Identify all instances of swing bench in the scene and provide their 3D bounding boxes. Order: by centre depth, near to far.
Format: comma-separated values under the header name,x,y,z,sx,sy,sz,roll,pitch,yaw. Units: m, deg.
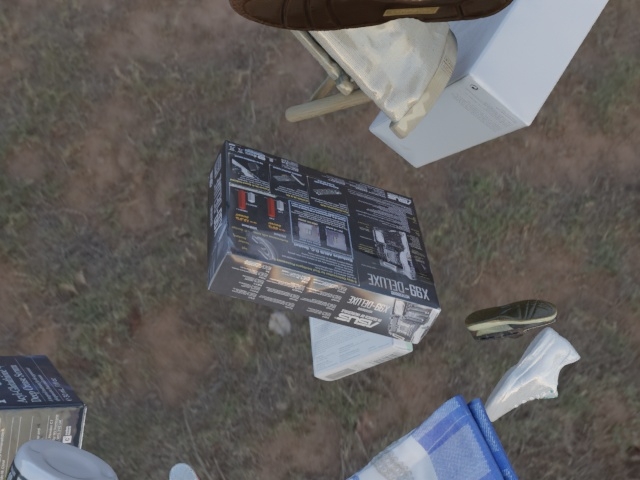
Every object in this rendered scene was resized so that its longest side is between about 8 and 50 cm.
name,x,y,z,sx,sy,sz,roll,pitch,yaw
swing bench,-0.006,-0.256,0.992,0.165,0.253,0.254,-52,29,-12

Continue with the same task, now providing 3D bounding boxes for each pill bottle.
name,x,y,z,sx,sy,sz,roll,pitch,yaw
pill bottle,-0.314,0.336,1.034,0.119,0.119,0.208,25,93,15

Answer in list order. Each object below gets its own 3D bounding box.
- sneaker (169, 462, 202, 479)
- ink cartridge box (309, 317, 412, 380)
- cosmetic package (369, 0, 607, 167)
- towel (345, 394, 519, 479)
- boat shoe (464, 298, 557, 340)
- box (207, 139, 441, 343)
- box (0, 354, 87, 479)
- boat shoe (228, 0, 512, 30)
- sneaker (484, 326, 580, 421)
name,x,y,z,sx,sy,sz,roll,pitch,yaw
sneaker,-0.210,0.469,1.698,0.061,0.065,0.158,-35,67,-2
ink cartridge box,0.059,0.107,1.604,0.181,0.056,0.225,-27,55,37
cosmetic package,0.239,-0.280,1.150,0.097,0.284,0.377,38,75,-14
towel,0.060,0.277,0.753,0.285,0.034,0.209,-43,54,31
boat shoe,0.313,0.133,1.534,0.152,0.049,0.056,-9,31,30
box,0.000,0.000,1.298,0.307,0.076,0.242,16,37,-20
box,-0.719,0.380,1.914,0.395,0.293,0.212,3,103,-33
boat shoe,0.041,-0.241,0.816,0.257,0.095,0.095,-5,80,-20
sneaker,0.381,0.264,1.711,0.094,0.080,0.212,38,107,3
